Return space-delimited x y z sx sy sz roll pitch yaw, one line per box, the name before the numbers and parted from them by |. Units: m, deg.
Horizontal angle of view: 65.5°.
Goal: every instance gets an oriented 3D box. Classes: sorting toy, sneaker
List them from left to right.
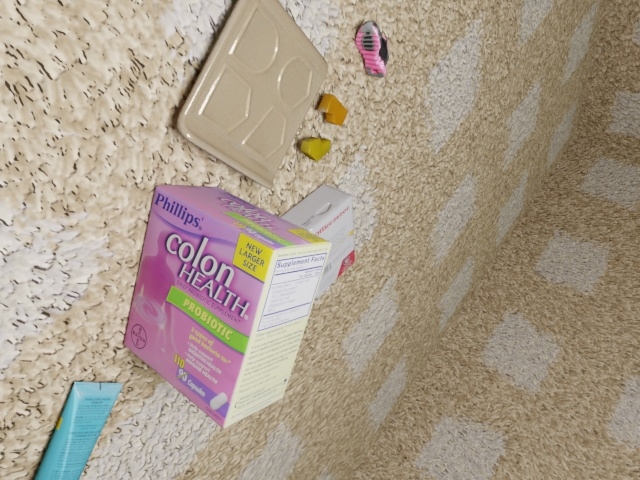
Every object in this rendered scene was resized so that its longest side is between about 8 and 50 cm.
sorting toy | -0.066 -0.197 0.736 0.307 0.041 0.228 28 84 -60
sneaker | 0.096 -0.341 0.865 0.057 0.047 0.119 -62 158 -14

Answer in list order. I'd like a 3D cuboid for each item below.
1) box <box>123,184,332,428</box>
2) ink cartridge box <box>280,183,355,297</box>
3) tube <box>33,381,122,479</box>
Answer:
box | -0.132 0.075 0.664 0.117 0.214 0.242 -6 118 -56
ink cartridge box | 0.000 0.000 0.946 0.127 0.072 0.175 -41 143 -32
tube | -0.344 0.291 0.679 0.206 0.052 0.080 -66 155 -5
